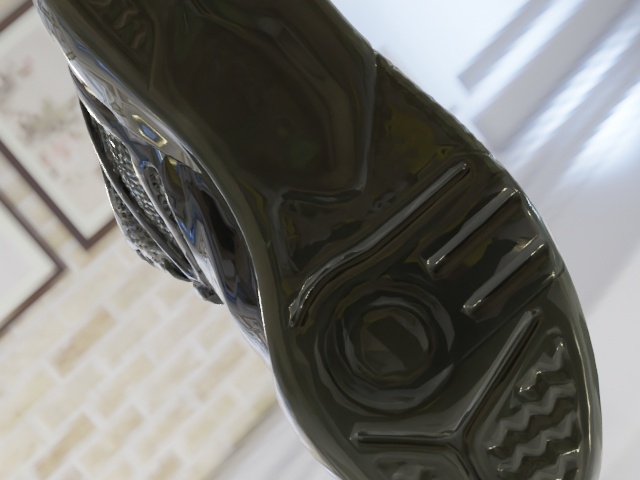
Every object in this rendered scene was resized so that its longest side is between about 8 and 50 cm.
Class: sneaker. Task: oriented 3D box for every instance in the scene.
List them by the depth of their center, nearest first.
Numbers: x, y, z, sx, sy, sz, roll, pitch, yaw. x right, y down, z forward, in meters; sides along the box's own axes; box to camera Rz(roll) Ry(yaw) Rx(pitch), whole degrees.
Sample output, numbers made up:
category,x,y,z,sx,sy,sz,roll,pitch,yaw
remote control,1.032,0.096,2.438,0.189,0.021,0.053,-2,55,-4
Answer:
category,x,y,z,sx,sy,sz,roll,pitch,yaw
sneaker,0.000,0.000,0.505,0.087,0.227,0.130,-36,164,-8
